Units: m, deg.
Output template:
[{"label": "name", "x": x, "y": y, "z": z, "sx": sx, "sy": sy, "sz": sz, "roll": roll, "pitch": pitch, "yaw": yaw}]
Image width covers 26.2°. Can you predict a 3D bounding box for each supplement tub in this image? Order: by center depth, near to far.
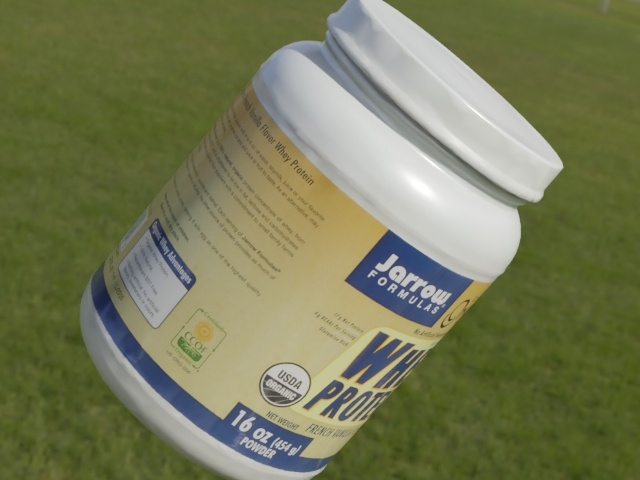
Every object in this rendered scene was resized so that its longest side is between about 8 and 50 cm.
[{"label": "supplement tub", "x": 0.000, "y": 0.000, "z": 1.001, "sx": 0.228, "sy": 0.316, "sz": 0.228, "roll": 37, "pitch": 16, "yaw": -12}]
